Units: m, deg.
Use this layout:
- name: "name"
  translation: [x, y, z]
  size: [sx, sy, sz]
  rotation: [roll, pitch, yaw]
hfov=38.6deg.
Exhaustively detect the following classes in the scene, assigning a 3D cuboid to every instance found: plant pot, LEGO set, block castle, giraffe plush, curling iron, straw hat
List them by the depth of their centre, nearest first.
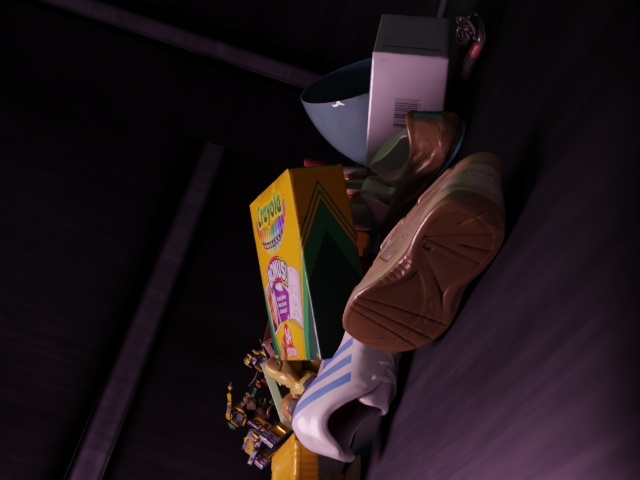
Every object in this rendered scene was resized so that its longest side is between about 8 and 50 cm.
- name: "straw hat"
  translation: [0.017, 0.406, 1.476]
  size: [0.144, 0.061, 0.144]
  rotation: [-161, 90, -87]
- name: "curling iron"
  translation: [0.249, -0.307, 1.599]
  size: [0.274, 0.035, 0.068]
  rotation: [90, 165, -68]
- name: "giraffe plush"
  translation: [-0.028, 0.353, 2.040]
  size: [0.210, 0.181, 0.170]
  rotation: [50, 141, 46]
- name: "block castle"
  translation: [0.000, 0.000, 2.081]
  size: [0.453, 0.213, 0.303]
  rotation: [-89, 2, -73]
- name: "plant pot"
  translation: [0.121, -0.288, 2.110]
  size: [0.290, 0.290, 0.195]
  rotation: [-78, -29, -63]
- name: "LEGO set"
  translation: [-0.164, 0.472, 2.558]
  size: [0.192, 0.255, 0.331]
  rotation: [-25, -28, -56]

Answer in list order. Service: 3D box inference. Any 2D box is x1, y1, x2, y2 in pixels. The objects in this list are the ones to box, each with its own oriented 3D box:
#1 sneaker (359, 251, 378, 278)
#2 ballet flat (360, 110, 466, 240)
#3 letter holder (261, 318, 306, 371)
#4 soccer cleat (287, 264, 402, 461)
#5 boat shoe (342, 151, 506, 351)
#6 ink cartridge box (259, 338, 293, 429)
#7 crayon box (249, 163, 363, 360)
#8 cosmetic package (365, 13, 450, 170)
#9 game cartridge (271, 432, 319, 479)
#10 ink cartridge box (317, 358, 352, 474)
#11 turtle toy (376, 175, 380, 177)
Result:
- name: "sneaker"
  translation: [0.090, 0.105, 1.637]
  size: [0.276, 0.098, 0.135]
  rotation: [-139, 51, -77]
- name: "ballet flat"
  translation: [0.142, -0.103, 1.602]
  size: [0.342, 0.124, 0.116]
  rotation: [111, 176, -51]
- name: "letter holder"
  translation: [-0.010, 0.231, 2.283]
  size: [0.214, 0.152, 0.302]
  rotation: [-31, 7, 4]
- name: "soccer cleat"
  translation: [0.083, 0.181, 1.377]
  size: [0.143, 0.116, 0.331]
  rotation: [25, 84, 48]
- name: "boat shoe"
  translation: [0.135, 0.027, 1.141]
  size: [0.341, 0.122, 0.110]
  rotation: [-54, 11, 48]
- name: "ink cartridge box"
  translation: [-0.098, 0.360, 2.226]
  size: [0.235, 0.056, 0.171]
  rotation: [50, -167, -56]
- name: "crayon box"
  translation: [-0.028, 0.053, 1.637]
  size: [0.363, 0.106, 0.313]
  rotation: [152, 108, -73]
- name: "cosmetic package"
  translation: [0.162, -0.277, 1.698]
  size: [0.224, 0.138, 0.224]
  rotation: [-74, -12, -59]
- name: "game cartridge"
  translation: [-0.048, 0.492, 1.476]
  size: [0.285, 0.053, 0.323]
  rotation: [116, 155, -65]
- name: "ink cartridge box"
  translation: [0.020, 0.321, 1.688]
  size: [0.148, 0.086, 0.203]
  rotation: [126, 162, -80]
- name: "turtle toy"
  translation: [0.148, -0.107, 2.069]
  size: [0.130, 0.066, 0.095]
  rotation: [-76, 5, -55]
